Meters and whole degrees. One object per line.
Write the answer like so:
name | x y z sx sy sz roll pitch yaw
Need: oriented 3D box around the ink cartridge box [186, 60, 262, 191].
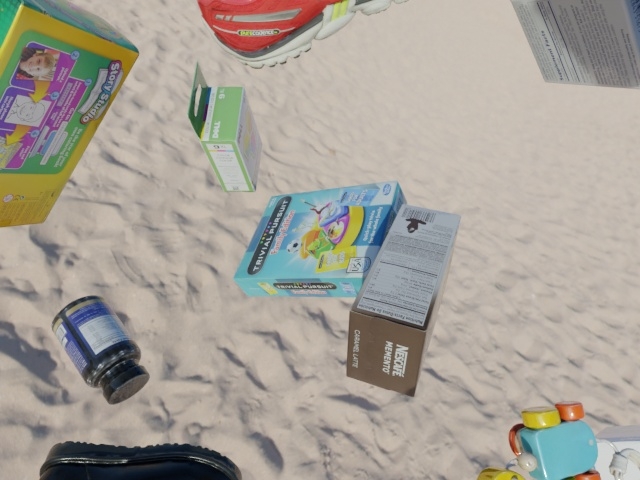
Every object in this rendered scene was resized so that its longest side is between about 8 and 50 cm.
ink cartridge box | -0.149 -0.177 0.759 0.062 0.209 0.109 1 65 5

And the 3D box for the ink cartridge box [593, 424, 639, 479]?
ink cartridge box | 0.508 0.353 0.744 0.143 0.090 0.092 4 67 -45

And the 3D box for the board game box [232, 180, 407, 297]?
board game box | 0.000 0.000 1.023 0.079 0.336 0.254 56 41 -41

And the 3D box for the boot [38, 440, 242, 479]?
boot | -0.303 0.458 0.704 0.348 0.131 0.260 5 27 -7

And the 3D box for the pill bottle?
pill bottle | -0.465 0.233 0.990 0.219 0.123 0.123 46 42 19

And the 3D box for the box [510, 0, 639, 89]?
box | 0.303 -0.241 0.510 0.126 0.072 0.137 46 -3 -32

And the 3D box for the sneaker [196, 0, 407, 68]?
sneaker | 0.013 -0.259 0.403 0.118 0.279 0.107 37 25 -60

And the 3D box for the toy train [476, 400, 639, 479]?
toy train | 0.153 0.195 0.320 0.125 0.046 0.166 45 66 -4

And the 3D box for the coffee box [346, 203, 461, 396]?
coffee box | 0.125 0.076 0.672 0.098 0.141 0.246 14 42 18

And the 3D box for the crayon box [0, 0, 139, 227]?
crayon box | -0.349 -0.140 0.528 0.081 0.278 0.165 40 15 8
